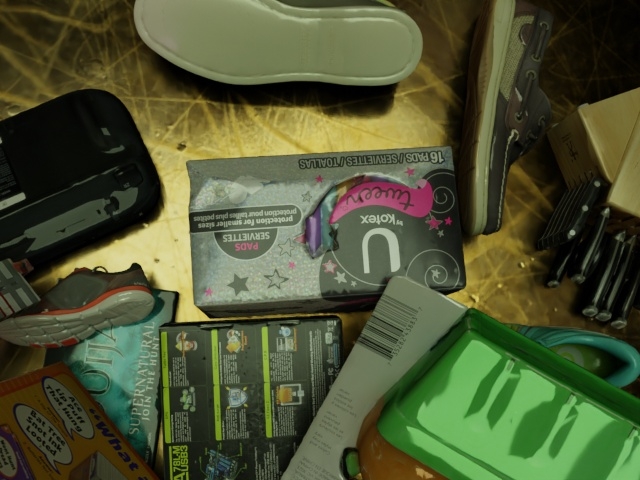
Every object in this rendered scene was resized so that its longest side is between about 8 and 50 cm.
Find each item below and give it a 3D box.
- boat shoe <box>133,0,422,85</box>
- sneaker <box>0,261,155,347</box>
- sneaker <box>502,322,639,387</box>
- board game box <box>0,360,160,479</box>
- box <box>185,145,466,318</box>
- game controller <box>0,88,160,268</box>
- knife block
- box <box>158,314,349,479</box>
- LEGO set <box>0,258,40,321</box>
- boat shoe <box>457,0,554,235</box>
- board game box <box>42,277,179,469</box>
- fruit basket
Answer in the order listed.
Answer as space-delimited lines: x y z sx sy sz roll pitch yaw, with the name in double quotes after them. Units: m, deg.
-0.044 -0.231 0.763 0.305 0.091 0.109 6 118 -2 "boat shoe"
-0.247 0.061 0.702 0.158 0.061 0.064 -12 55 -7 "sneaker"
0.191 0.125 0.720 0.276 0.110 0.106 -4 82 -5 "sneaker"
-0.279 0.355 0.498 0.356 0.356 0.356 -40 87 0 "board game box"
0.000 0.000 0.694 0.248 0.163 0.142 -4 81 -5 "box"
-0.337 -0.044 0.734 0.319 0.067 0.166 -25 70 -8 "game controller"
0.369 -0.046 0.772 0.276 0.088 0.242 -20 85 -8 "knife block"
-0.066 0.174 0.700 0.184 0.045 0.190 -3 89 -1 "box"
-0.414 0.056 0.610 0.255 0.192 0.331 46 115 4 "LEGO set"
0.209 -0.141 0.767 0.093 0.103 0.285 8 75 1 "boat shoe"
-0.224 0.138 0.725 0.126 0.026 0.186 6 81 -4 "board game box"
0.130 0.251 0.625 0.327 0.165 0.352 28 108 9 "fruit basket"
